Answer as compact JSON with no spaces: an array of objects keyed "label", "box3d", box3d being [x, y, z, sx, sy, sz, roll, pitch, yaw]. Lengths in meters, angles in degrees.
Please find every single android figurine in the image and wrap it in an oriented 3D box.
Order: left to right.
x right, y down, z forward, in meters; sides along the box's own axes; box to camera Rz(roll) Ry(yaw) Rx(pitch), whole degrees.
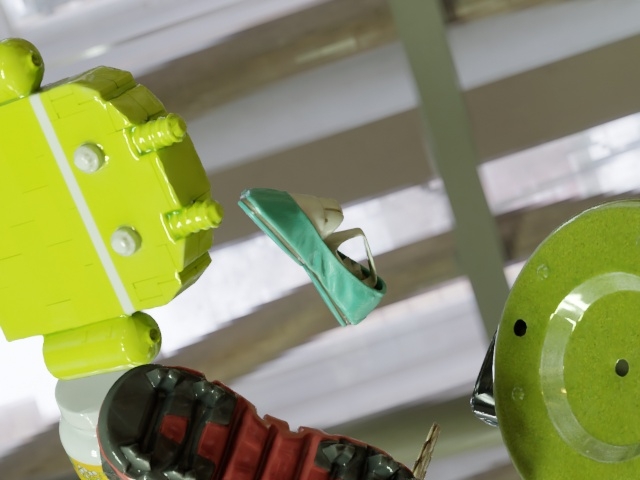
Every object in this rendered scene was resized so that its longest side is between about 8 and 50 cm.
[{"label":"android figurine","box3d":[-0.183,-0.022,1.259,0.056,0.273,0.248,-38,-69,-52]}]

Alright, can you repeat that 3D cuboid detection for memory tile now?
[{"label":"memory tile","box3d":[0.116,0.307,2.242,0.113,0.012,0.148,-57,-15,-50]}]

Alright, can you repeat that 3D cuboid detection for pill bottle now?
[{"label":"pill bottle","box3d":[-0.219,0.225,1.991,0.117,0.117,0.208,-104,-2,-47]}]

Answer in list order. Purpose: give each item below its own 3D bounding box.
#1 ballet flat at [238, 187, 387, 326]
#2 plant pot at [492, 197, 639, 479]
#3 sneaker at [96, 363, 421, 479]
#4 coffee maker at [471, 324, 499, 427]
[{"label":"ballet flat","box3d":[0.000,0.000,1.992,0.247,0.087,0.083,50,-179,-43]},{"label":"plant pot","box3d":[0.330,0.107,1.347,0.353,0.366,0.366,9,-125,-41]},{"label":"sneaker","box3d":[-0.032,0.177,1.225,0.097,0.276,0.135,-69,10,-26]},{"label":"coffee maker","box3d":[0.244,0.140,1.721,0.171,0.178,0.120,82,-148,-52]}]
